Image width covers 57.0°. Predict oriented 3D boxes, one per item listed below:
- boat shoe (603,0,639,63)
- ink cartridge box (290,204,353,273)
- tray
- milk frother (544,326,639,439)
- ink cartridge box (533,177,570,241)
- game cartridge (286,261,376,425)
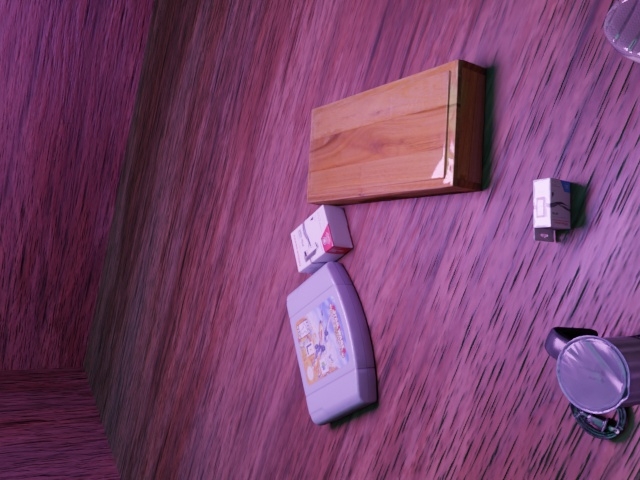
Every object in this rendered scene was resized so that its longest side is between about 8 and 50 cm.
[{"bbox_3d":[0.439,-0.165,0.577,0.132,0.130,0.355,-53,39,33],"label":"boat shoe"},{"bbox_3d":[0.000,0.000,1.254,0.135,0.056,0.099,-40,55,45],"label":"ink cartridge box"},{"bbox_3d":[0.117,-0.179,1.094,0.411,0.076,0.202,-1,84,56],"label":"tray"},{"bbox_3d":[0.328,0.175,0.685,0.129,0.135,0.143,8,92,56],"label":"milk frother"},{"bbox_3d":[0.317,-0.041,0.806,0.028,0.048,0.083,-5,83,55],"label":"ink cartridge box"},{"bbox_3d":[0.020,0.205,1.204,0.198,0.062,0.297,-46,49,48],"label":"game cartridge"}]
